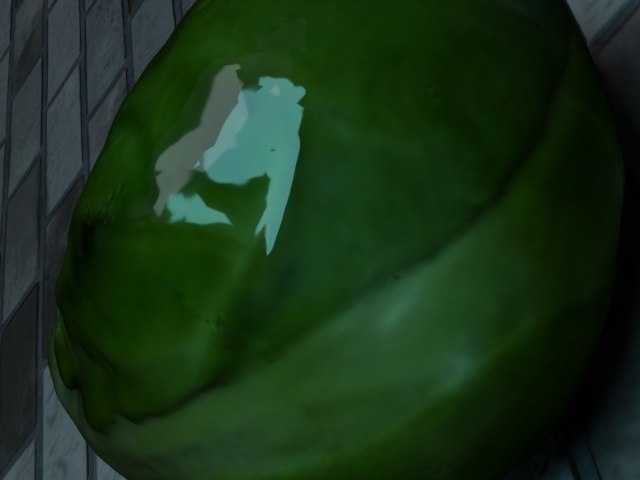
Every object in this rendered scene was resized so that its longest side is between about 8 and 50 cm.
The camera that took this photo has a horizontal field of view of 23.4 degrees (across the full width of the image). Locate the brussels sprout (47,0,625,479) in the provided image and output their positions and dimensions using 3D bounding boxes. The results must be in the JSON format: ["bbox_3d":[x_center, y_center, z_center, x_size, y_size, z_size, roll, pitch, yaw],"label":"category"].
[{"bbox_3d":[0.000,0.000,0.829,0.371,0.276,0.315,-55,24,22],"label":"brussels sprout"}]
